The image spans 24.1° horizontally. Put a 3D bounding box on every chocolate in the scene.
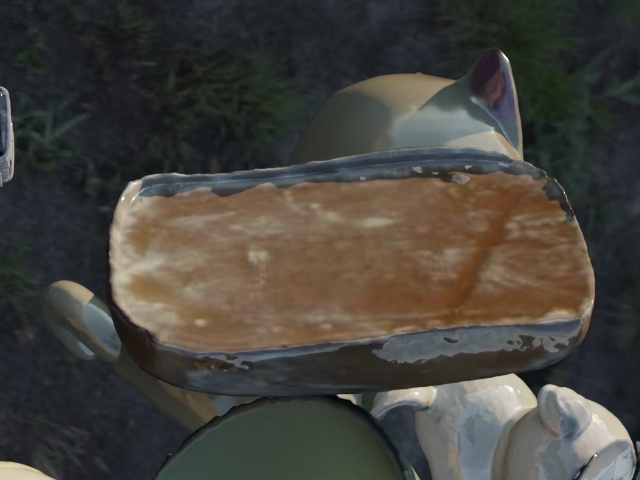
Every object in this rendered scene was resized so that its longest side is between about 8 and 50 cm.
[{"bbox_3d":[0.013,0.030,0.817,0.254,0.157,0.080,-4,130,-3],"label":"chocolate"}]

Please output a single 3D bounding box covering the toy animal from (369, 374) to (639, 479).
[{"bbox_3d":[0.215,0.232,1.796,0.183,0.310,0.247,-52,142,-11],"label":"toy animal"}]

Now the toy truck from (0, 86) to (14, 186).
[{"bbox_3d":[-0.452,-0.102,1.592,0.253,0.124,0.114,-3,71,-6],"label":"toy truck"}]

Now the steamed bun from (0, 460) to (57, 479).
[{"bbox_3d":[-0.396,0.387,1.626,0.309,0.309,0.309,-6,100,-35],"label":"steamed bun"}]

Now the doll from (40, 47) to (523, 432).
[{"bbox_3d":[0.003,0.031,1.125,0.370,0.215,0.226,-35,94,-11],"label":"doll"}]

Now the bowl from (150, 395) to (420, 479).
[{"bbox_3d":[-0.008,0.199,0.825,0.112,0.211,0.211,40,74,-41],"label":"bowl"}]
